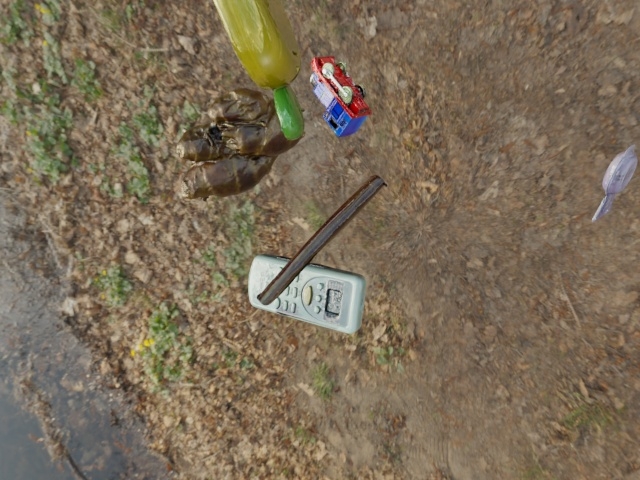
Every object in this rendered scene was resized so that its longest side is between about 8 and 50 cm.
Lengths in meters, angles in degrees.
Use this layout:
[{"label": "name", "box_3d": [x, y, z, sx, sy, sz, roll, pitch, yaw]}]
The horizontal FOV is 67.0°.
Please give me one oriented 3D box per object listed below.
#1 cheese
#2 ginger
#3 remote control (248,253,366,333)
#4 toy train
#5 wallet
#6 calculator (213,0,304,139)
[{"label": "cheese", "box_3d": [0.689, -0.134, 1.131, 0.042, 0.105, 0.191, 35, 138, 38]}, {"label": "ginger", "box_3d": [-0.212, -0.234, 1.222, 0.357, 0.274, 0.152, -41, 74, 19]}, {"label": "remote control", "box_3d": [-0.039, 0.116, 1.126, 0.296, 0.056, 0.140, 11, 98, 25]}, {"label": "toy train", "box_3d": [0.045, -0.397, 1.322, 0.204, 0.082, 0.131, 56, 139, 13]}, {"label": "wallet", "box_3d": [0.000, 0.000, 0.758, 0.031, 0.137, 0.255, 43, 90, -2]}, {"label": "calculator", "box_3d": [-0.055, -0.185, 0.336, 0.032, 0.146, 0.235, -20, 107, 11]}]
